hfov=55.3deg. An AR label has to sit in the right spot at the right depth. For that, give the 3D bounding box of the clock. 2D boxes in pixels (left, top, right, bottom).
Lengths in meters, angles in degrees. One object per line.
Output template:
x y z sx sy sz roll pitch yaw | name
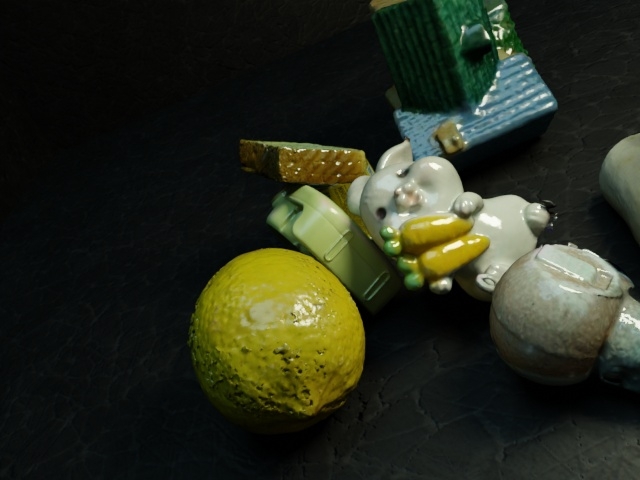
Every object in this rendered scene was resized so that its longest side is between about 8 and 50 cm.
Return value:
0.000 0.000 1.106 0.096 0.235 0.308 -48 29 -5 | clock

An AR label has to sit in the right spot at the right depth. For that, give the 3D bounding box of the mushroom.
0.524 -0.034 0.853 0.178 0.126 0.397 -9 31 14 | mushroom

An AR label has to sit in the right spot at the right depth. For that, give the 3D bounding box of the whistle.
0.351 0.125 0.749 0.348 0.189 0.189 24 55 26 | whistle

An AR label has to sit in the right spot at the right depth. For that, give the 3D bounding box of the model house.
0.285 -0.341 1.234 0.335 0.382 0.342 -24 26 10 | model house

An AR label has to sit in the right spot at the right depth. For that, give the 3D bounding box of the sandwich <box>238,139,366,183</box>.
-0.034 -0.145 1.123 0.186 0.065 0.215 -2 12 -24 | sandwich

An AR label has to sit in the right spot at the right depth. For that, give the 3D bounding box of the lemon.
-0.067 0.142 0.913 0.258 0.257 0.310 -25 31 4 | lemon

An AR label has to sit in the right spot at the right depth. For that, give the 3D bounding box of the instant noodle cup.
0.053 -0.095 1.279 0.182 0.144 0.182 -20 31 12 | instant noodle cup

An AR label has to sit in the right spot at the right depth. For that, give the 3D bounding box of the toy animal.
0.184 -0.033 0.945 0.310 0.182 0.247 23 16 5 | toy animal
